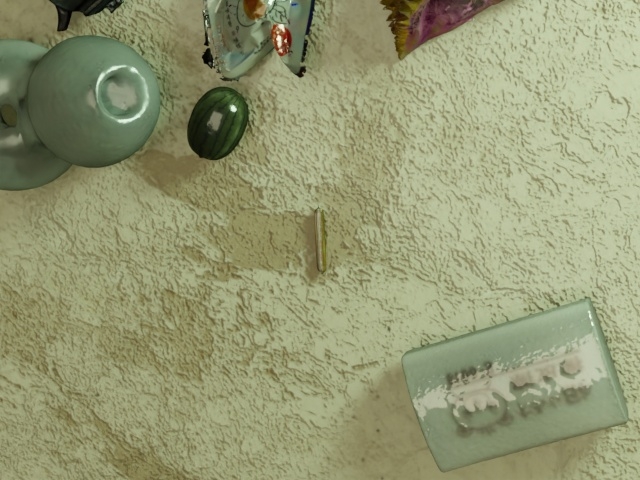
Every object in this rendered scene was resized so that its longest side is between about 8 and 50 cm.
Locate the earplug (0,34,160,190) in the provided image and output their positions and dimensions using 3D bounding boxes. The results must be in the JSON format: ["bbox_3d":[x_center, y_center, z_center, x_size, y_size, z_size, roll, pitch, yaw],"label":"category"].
[{"bbox_3d":[-0.375,-0.183,1.776,0.325,0.175,0.214,-8,98,15],"label":"earplug"}]

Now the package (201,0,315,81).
[{"bbox_3d":[-0.081,-0.352,1.734,0.194,0.071,0.270,-2,89,11],"label":"package"}]

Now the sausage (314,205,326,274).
[{"bbox_3d":[0.000,0.000,1.812,0.015,0.015,0.100,0,101,13],"label":"sausage"}]

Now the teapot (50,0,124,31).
[{"bbox_3d":[-0.312,-0.358,1.773,0.177,0.087,0.096,-38,96,18],"label":"teapot"}]

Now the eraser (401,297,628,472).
[{"bbox_3d":[0.265,0.199,1.754,0.270,0.095,0.174,-18,94,15],"label":"eraser"}]

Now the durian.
[{"bbox_3d":[0.190,-0.350,1.626,0.260,0.186,0.154,-27,101,4],"label":"durian"}]

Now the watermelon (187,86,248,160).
[{"bbox_3d":[-0.144,-0.160,1.780,0.078,0.078,0.111,27,107,6],"label":"watermelon"}]
